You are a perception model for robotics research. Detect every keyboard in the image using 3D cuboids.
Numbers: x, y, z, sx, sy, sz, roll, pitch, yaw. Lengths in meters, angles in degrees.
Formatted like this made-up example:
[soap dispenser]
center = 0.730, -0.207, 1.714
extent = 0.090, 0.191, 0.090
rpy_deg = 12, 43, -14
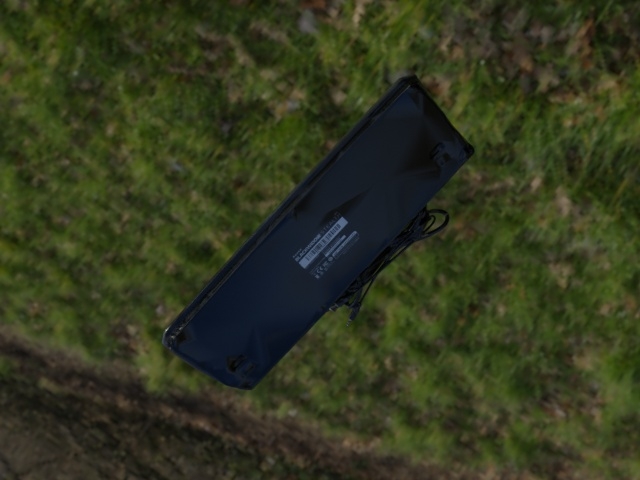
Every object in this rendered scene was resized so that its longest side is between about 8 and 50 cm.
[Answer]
[keyboard]
center = 0.000, 0.000, 0.584
extent = 0.100, 0.192, 0.038
rpy_deg = 45, 180, -43
